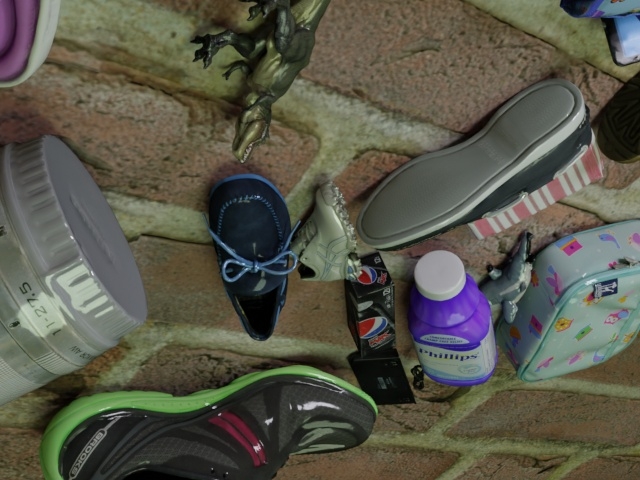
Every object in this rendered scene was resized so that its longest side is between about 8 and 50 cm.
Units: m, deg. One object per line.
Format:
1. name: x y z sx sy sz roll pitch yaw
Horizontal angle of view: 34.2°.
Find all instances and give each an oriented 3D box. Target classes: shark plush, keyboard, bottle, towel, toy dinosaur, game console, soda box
1. shark plush: 0.266 0.056 1.492 0.067 0.073 0.161 18 141 -5
2. keyboard: 0.113 0.212 1.615 0.108 0.023 0.180 -5 149 12
3. bottle: 0.183 0.113 1.464 0.118 0.092 0.283 3 150 15
4. towel: 0.263 -0.079 1.332 0.197 0.029 0.144 -28 146 10
5. toy dinosaur: -0.042 -0.189 0.968 0.118 0.064 0.268 3 135 -44
6. game console: 0.364 -0.258 1.107 0.122 0.071 0.107 -18 150 -11
7. soda box: 0.067 0.091 1.406 0.053 0.060 0.169 -18 146 -7

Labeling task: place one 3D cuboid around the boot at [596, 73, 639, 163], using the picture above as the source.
1. boot: 0.509 -0.165 1.310 0.269 0.089 0.236 10 133 -42

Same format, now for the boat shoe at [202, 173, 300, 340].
1. boat shoe: -0.067 0.026 1.198 0.109 0.089 0.258 -10 145 3

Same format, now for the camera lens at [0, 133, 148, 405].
1. camera lens: -0.328 0.048 0.965 0.274 0.219 0.219 -26 146 2

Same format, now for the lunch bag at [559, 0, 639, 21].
1. lunch bag: 0.366 -0.313 0.976 0.221 0.138 0.293 -13 145 -18

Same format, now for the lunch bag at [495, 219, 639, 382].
1. lunch bag: 0.406 0.095 1.578 0.224 0.108 0.279 -9 143 -21

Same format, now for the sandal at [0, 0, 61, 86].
1. sandal: -0.242 -0.240 0.677 0.169 0.102 0.416 13 143 4

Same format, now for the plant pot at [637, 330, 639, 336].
1. plant pot: 0.647 0.107 1.659 0.291 0.203 0.291 -17 145 -12

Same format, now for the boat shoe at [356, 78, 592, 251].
1. boat shoe: 0.186 -0.067 1.220 0.303 0.114 0.091 -30 140 9

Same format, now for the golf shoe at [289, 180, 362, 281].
1. golf shoe: 0.000 0.000 1.242 0.086 0.069 0.176 -14 143 -2

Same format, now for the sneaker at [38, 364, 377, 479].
1. sneaker: -0.138 0.305 1.443 0.483 0.202 0.185 -7 143 -24
